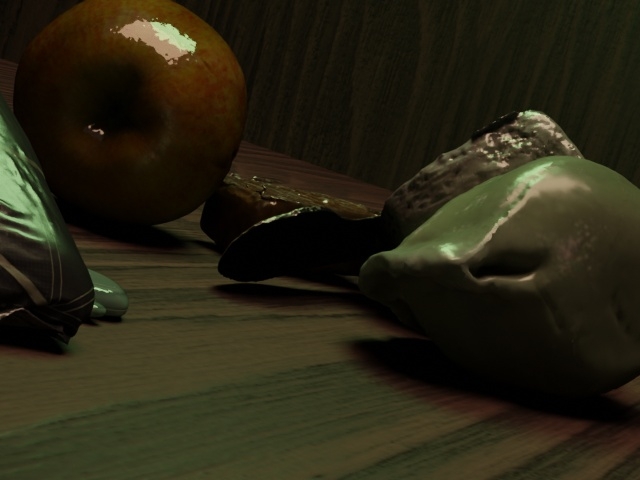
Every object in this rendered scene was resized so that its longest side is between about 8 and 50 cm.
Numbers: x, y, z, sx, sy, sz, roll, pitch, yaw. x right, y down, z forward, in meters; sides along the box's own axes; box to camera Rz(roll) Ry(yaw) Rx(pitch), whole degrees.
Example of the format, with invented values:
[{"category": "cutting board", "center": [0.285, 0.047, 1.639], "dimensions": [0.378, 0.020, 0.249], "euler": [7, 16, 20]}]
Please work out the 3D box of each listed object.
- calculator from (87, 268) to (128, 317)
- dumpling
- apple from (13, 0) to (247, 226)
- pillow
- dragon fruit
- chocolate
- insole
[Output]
[{"category": "calculator", "center": [-0.199, 0.035, 1.163], "dimensions": [0.095, 0.021, 0.153], "euler": [15, 3, -20]}, {"category": "dumpling", "center": [0.200, 0.054, 1.393], "dimensions": [0.320, 0.270, 0.212], "euler": [40, 20, -23]}, {"category": "apple", "center": [-0.208, -0.141, 1.623], "dimensions": [0.264, 0.264, 0.264], "euler": [17, 6, -2]}, {"category": "pillow", "center": [-0.268, -0.051, 1.057], "dimensions": [0.161, 0.092, 0.335], "euler": [21, 29, -45]}, {"category": "dragon fruit", "center": [0.196, 0.020, 1.610], "dimensions": [0.204, 0.221, 0.283], "euler": [60, -10, 20]}, {"category": "chocolate", "center": [-0.023, -0.012, 1.743], "dimensions": [0.214, 0.093, 0.148], "euler": [12, 10, -36]}, {"category": "insole", "center": [0.000, 0.000, 1.566], "dimensions": [0.009, 0.119, 0.348], "euler": [54, 28, 17]}]
